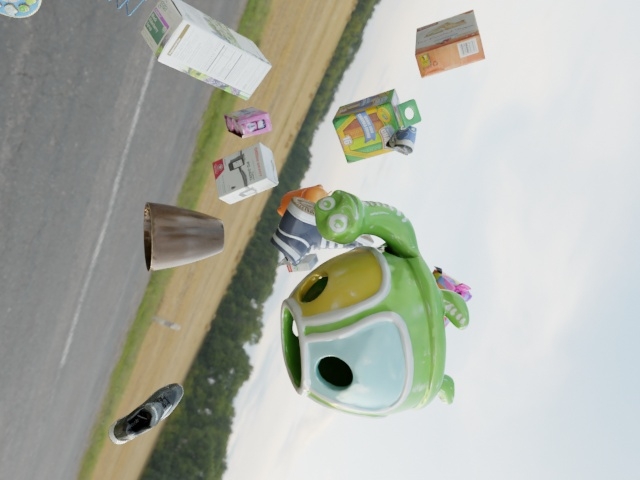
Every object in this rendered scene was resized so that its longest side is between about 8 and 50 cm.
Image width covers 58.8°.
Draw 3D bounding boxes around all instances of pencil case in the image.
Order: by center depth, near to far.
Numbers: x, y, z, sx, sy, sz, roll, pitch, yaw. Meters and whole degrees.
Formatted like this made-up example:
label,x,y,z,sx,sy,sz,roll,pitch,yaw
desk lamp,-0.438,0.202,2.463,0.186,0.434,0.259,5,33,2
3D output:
label,x,y,z,sx,sy,sz,roll,pitch,yaw
pencil case,0.209,0.165,1.173,0.236,0.104,0.104,-54,-172,10

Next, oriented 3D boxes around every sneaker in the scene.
label,x,y,z,sx,sy,sz,roll,pitch,yaw
sneaker,0.000,0.000,1.454,0.153,0.282,0.099,-56,-141,17
sneaker,-0.458,0.469,1.556,0.234,0.078,0.106,-32,-177,-43
sneaker,0.276,-0.333,1.890,0.211,0.080,0.081,-140,-109,-77

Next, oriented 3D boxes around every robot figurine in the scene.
label,x,y,z,sx,sy,sz,roll,pitch,yaw
robot figurine,-0.051,-0.119,1.994,0.219,0.128,0.158,-9,-172,43

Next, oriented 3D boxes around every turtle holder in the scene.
label,x,y,z,sx,sy,sz,roll,pitch,yaw
turtle holder,0.067,0.113,0.824,0.321,0.227,0.243,99,-23,-43

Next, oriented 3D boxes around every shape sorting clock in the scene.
label,x,y,z,sx,sy,sz,roll,pitch,yaw
shape sorting clock,-0.887,-0.717,1.586,0.206,0.206,0.040,122,-18,-52

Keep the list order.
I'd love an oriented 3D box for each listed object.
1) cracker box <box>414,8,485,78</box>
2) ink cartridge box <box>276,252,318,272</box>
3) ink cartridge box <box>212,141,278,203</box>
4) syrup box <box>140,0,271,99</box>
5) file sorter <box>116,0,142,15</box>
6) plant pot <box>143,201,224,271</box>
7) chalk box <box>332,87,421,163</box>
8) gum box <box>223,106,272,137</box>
label,x,y,z,sx,sy,sz,roll,pitch,yaw
cracker box,0.320,-0.495,1.422,0.232,0.155,0.067,-75,147,-54
ink cartridge box,-0.069,0.069,1.701,0.063,0.115,0.029,-47,124,-53
ink cartridge box,-0.197,-0.175,1.485,0.063,0.150,0.109,29,44,-63
syrup box,-0.218,-0.372,1.111,0.096,0.093,0.236,-48,149,23
file sorter,-0.687,-0.864,1.915,0.104,0.170,0.118,-36,-131,21
plant pot,-0.426,-0.013,1.788,0.215,0.230,0.216,179,-90,-67
chalk box,0.215,-0.424,2.061,0.288,0.180,0.179,-14,-154,21
gum box,-0.244,-0.397,1.913,0.188,0.107,0.062,36,-38,59
